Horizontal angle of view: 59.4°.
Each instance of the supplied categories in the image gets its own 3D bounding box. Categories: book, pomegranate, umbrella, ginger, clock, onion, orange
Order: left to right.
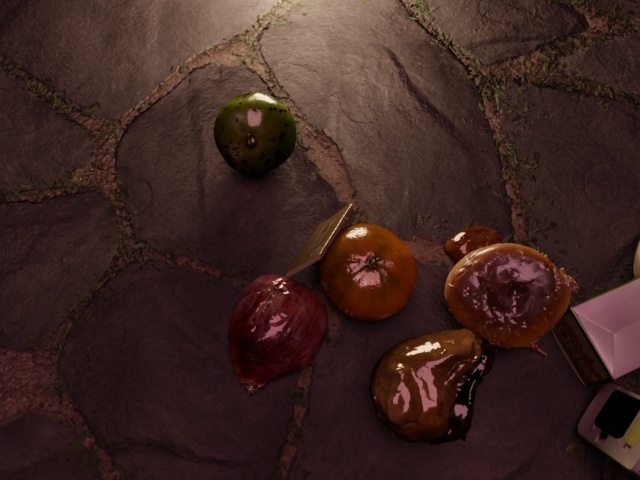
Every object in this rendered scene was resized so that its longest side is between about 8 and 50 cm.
[{"bbox_3d":[-0.163,-0.284,1.450,0.211,0.210,0.263,7,28,2],"label":"pomegranate"},{"bbox_3d":[-0.112,0.213,1.282,0.227,0.120,0.283,18,70,11],"label":"onion"},{"bbox_3d":[0.000,0.000,1.325,0.016,0.138,0.198,45,47,-12],"label":"book"},{"bbox_3d":[0.109,0.071,1.310,0.240,0.171,0.239,0,68,1],"label":"orange"},{"bbox_3d":[0.221,0.298,1.206,0.223,0.200,0.269,21,74,2],"label":"ginger"},{"bbox_3d":[0.463,0.224,1.332,0.165,0.025,0.027,32,102,13],"label":"umbrella"},{"bbox_3d":[0.734,0.446,1.144,0.310,0.235,0.166,34,89,0],"label":"clock"}]

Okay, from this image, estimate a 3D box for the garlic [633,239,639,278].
[{"bbox_3d":[0.814,0.123,1.309,0.112,0.143,0.318,-24,47,20],"label":"garlic"}]

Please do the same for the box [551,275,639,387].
[{"bbox_3d":[0.663,0.210,1.273,0.195,0.148,0.177,-22,70,-8],"label":"box"}]

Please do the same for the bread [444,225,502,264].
[{"bbox_3d":[0.390,0.022,1.401,0.129,0.044,0.126,-30,73,-15],"label":"bread"}]

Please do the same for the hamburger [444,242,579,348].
[{"bbox_3d":[0.429,0.126,1.279,0.286,0.146,0.242,-2,84,12],"label":"hamburger"}]
